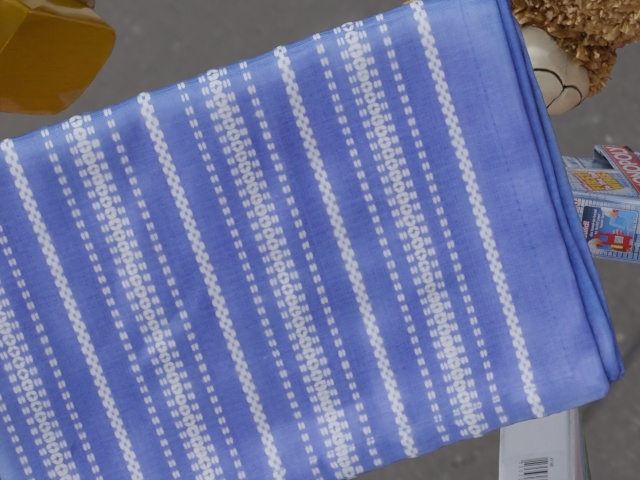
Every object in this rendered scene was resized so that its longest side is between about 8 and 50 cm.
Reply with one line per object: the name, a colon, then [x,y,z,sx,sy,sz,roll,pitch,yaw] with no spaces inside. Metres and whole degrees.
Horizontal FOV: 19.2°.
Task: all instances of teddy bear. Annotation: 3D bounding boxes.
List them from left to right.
teddy bear: [0.205,-0.182,1.199,0.338,0.245,0.113,-31,70,20]

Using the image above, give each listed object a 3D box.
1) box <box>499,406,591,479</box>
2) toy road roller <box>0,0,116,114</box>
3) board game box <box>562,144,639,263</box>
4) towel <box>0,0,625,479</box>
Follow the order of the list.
box: [0.175,0.259,1.368,0.058,0.322,0.232,-5,32,10]
toy road roller: [-0.319,-0.127,1.252,0.202,0.329,0.240,42,107,15]
board game box: [0.266,-0.034,1.625,0.194,0.194,0.060,-108,23,-65]
towel: [-0.027,0.028,0.981,0.336,0.243,0.040,-19,20,-1]
